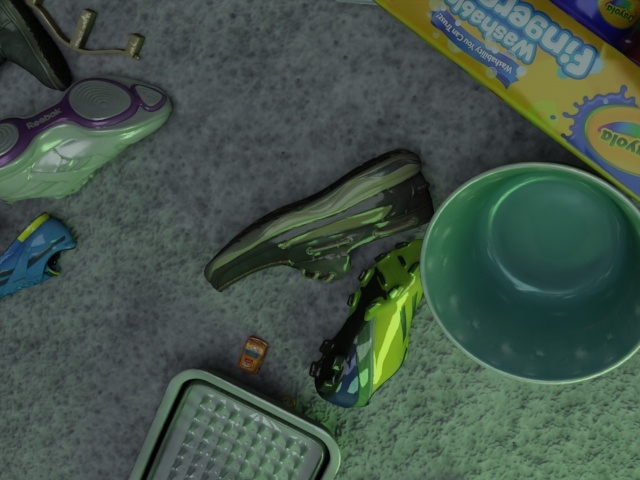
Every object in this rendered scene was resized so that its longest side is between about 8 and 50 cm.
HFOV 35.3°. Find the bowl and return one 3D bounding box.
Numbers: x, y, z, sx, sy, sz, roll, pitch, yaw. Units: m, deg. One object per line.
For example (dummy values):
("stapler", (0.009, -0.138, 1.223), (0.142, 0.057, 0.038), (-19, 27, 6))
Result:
("bowl", (0.302, 0.017, 1.346), (0.312, 0.163, 0.311), (8, 116, 17))

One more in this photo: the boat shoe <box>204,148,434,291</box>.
("boat shoe", (0.000, 0.000, 1.432), (0.355, 0.132, 0.130), (-27, 97, 14))

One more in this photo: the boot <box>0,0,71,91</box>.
("boot", (-0.497, -0.254, 1.498), (0.208, 0.076, 0.189), (-34, 89, 11))

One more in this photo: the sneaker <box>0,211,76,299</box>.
("sneaker", (-0.463, 0.052, 1.557), (0.082, 0.069, 0.209), (45, 105, -5))

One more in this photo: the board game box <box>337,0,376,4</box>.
("board game box", (0.219, -0.502, 1.332), (0.390, 0.050, 0.390), (6, 103, 8))

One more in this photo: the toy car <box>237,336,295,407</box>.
("toy car", (-0.077, 0.204, 1.533), (0.122, 0.040, 0.060), (39, 105, 1))

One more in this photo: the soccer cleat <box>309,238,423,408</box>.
("soccer cleat", (0.095, 0.123, 1.471), (0.121, 0.093, 0.289), (22, 109, -31))

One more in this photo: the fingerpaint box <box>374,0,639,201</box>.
("fingerpaint box", (0.340, -0.312, 1.205), (0.445, 0.163, 0.371), (40, 103, 8))

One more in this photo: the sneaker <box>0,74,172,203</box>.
("sneaker", (-0.363, -0.146, 1.490), (0.305, 0.152, 0.114), (-20, 59, -4))

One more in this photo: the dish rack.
("dish rack", (-0.138, 0.365, 1.549), (0.285, 0.072, 0.333), (26, 111, 5))

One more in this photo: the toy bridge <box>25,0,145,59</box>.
("toy bridge", (-0.350, -0.310, 1.484), (0.188, 0.026, 0.063), (28, 107, 3))
